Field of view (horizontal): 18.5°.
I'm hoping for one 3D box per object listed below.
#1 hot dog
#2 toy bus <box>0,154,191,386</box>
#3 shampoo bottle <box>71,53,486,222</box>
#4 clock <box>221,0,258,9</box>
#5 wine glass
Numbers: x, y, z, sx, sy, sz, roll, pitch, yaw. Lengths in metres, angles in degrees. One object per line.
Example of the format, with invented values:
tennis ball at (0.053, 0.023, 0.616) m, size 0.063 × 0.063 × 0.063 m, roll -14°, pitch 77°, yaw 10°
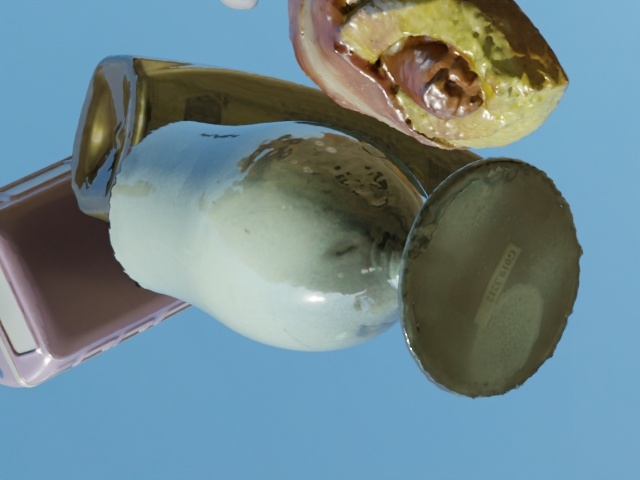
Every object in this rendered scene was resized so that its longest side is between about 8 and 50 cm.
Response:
hot dog at (0.037, -0.104, 0.981) m, size 0.123 × 0.093 × 0.261 m, roll 43°, pitch -176°, yaw -19°
toy bus at (-0.167, 0.009, 1.412) m, size 0.202 × 0.142 × 0.142 m, roll -28°, pitch -85°, yaw -33°
shampoo bottle at (0.003, -0.037, 1.335) m, size 0.350 × 0.084 × 0.125 m, roll 11°, pitch -92°, yaw -35°
clock at (-0.022, -0.138, 0.430) m, size 0.080 × 0.176 × 0.117 m, roll 4°, pitch -114°, yaw 9°
wine glass at (0.000, 0.000, 0.771) m, size 0.093 × 0.202 × 0.093 m, roll -8°, pitch -77°, yaw -36°
